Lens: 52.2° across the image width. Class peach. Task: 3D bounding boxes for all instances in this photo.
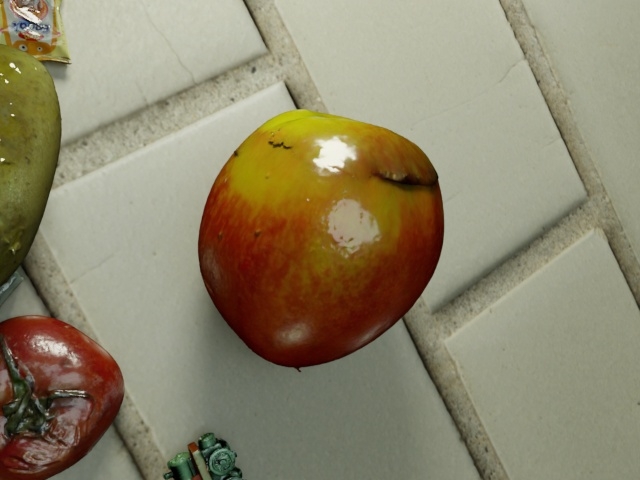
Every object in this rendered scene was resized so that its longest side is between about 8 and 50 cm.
[{"bbox_3d":[0.000,0.000,0.933,0.370,0.370,0.370,2,85,-23],"label":"peach"}]

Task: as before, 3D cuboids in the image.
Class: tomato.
[{"bbox_3d":[-0.379,0.217,0.874,0.227,0.101,0.228,1,87,-21],"label":"tomato"}]

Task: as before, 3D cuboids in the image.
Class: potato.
[{"bbox_3d":[-0.463,-0.091,0.792,0.269,0.219,0.359,9,57,-2],"label":"potato"}]

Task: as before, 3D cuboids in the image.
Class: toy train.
[{"bbox_3d":[-0.164,0.379,0.964,0.118,0.074,0.176,-24,97,-19],"label":"toy train"}]

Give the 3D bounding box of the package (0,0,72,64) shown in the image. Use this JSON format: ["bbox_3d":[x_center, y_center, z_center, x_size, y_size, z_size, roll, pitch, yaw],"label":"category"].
[{"bbox_3d":[-0.419,-0.311,0.938,0.108,0.031,0.121,-6,88,-23],"label":"package"}]

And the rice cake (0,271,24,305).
[{"bbox_3d":[-0.474,0.101,0.861,0.063,0.069,0.206,39,70,-13],"label":"rice cake"}]
